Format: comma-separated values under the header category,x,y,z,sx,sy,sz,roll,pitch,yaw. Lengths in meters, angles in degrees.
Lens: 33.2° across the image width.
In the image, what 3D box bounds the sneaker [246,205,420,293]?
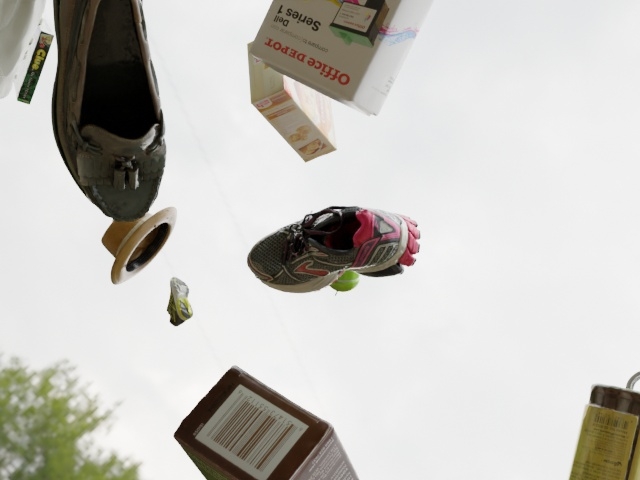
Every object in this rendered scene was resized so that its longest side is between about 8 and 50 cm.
category,x,y,z,sx,sy,sz,roll,pitch,yaw
sneaker,0.000,0.000,1.568,0.299,0.120,0.112,-14,-24,41

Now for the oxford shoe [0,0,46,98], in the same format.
category,x,y,z,sx,sy,sz,roll,pitch,yaw
oxford shoe,-0.466,-0.287,1.522,0.169,0.130,0.449,35,-65,38

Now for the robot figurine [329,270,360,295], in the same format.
category,x,y,z,sx,sy,sz,roll,pitch,yaw
robot figurine,0.044,0.047,2.055,0.067,0.101,0.115,16,-69,42

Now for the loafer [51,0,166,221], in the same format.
category,x,y,z,sx,sy,sz,roll,pitch,yaw
loafer,-0.178,-0.117,0.906,0.084,0.096,0.267,-122,-155,-48

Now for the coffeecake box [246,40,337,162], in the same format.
category,x,y,z,sx,sy,sz,roll,pitch,yaw
coffeecake box,-0.049,-0.247,1.847,0.068,0.142,0.185,-21,-38,20

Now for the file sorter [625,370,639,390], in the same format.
category,x,y,z,sx,sy,sz,roll,pitch,yaw
file sorter,0.577,0.283,1.668,0.193,0.278,0.173,-8,-101,16

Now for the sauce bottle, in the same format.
category,x,y,z,sx,sy,sz,roll,pitch,yaw
sauce bottle,0.392,0.376,1.509,0.112,0.344,0.111,16,-6,2

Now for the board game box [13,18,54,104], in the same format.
category,x,y,z,sx,sy,sz,roll,pitch,yaw
board game box,-0.545,-0.345,2.028,0.030,0.136,0.259,16,13,-22

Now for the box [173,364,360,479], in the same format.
category,x,y,z,sx,sy,sz,roll,pitch,yaw
box,-0.044,0.360,1.545,0.191,0.143,0.381,26,-27,32

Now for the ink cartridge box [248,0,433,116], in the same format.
category,x,y,z,sx,sy,sz,roll,pitch,yaw
ink cartridge box,0.046,-0.359,1.645,0.201,0.278,0.117,29,6,22

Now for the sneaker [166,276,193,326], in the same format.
category,x,y,z,sx,sy,sz,roll,pitch,yaw
sneaker,-0.204,0.085,1.509,0.035,0.083,0.031,-42,-51,22

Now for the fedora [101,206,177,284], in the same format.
category,x,y,z,sx,sy,sz,roll,pitch,yaw
fedora,-0.345,-0.008,1.972,0.079,0.194,0.194,38,-36,8
